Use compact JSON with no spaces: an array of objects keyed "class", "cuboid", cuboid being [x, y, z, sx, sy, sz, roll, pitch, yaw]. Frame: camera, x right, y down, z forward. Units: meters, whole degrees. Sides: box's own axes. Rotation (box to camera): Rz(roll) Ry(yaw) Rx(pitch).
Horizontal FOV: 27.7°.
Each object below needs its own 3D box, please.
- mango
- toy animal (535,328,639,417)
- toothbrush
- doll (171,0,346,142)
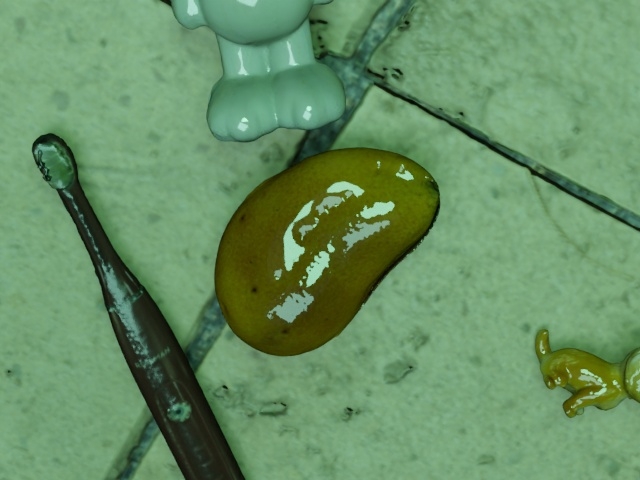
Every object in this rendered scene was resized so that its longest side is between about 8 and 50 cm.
[{"class":"mango","cuboid":[-0.001,0.001,0.834,0.159,0.084,0.105,-43,90,1]},{"class":"toy animal","cuboid":[0.195,0.083,0.876,0.083,0.060,0.081,-31,73,18]},{"class":"toothbrush","cuboid":[-0.112,0.087,0.905,0.041,0.041,0.364,-17,113,12]},{"class":"doll","cuboid":[-0.075,-0.191,0.710,0.208,0.144,0.271,4,112,-8]}]
